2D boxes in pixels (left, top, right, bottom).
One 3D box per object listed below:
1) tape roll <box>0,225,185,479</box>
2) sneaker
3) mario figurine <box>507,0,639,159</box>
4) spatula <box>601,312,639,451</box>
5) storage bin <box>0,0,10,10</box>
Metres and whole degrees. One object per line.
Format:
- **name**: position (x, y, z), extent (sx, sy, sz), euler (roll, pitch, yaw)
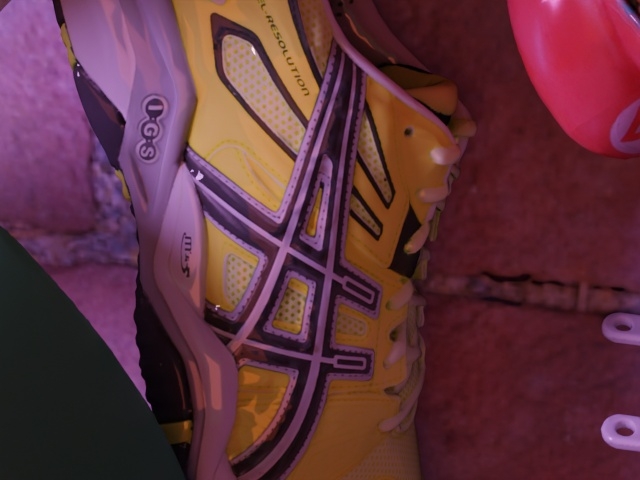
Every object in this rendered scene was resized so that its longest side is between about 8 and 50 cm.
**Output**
- **tape roll**: position (-0.204, 0.077, 0.532), extent (0.321, 0.077, 0.321), euler (27, 142, 23)
- **sneaker**: position (0.000, 0.000, 0.509), extent (0.147, 0.145, 0.385), euler (-10, 108, 18)
- **mario figurine**: position (0.194, -0.156, 0.394), extent (0.198, 0.170, 0.320), euler (36, 111, 5)
- **spatula**: position (0.234, 0.096, 0.489), extent (0.242, 0.168, 0.019), euler (6, 138, 20)
- **storage bin**: position (-0.171, -0.235, 0.407), extent (0.262, 0.123, 0.260), euler (-31, 77, 36)
